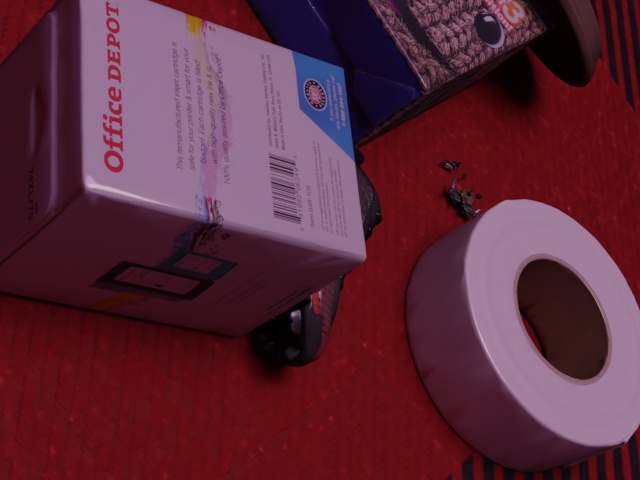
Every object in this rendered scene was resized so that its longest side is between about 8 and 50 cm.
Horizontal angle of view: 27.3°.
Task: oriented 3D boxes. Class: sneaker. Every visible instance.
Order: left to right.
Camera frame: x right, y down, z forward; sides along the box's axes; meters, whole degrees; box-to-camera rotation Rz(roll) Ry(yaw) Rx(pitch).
[{"bbox_3d":[0.000,0.000,1.281,0.135,0.097,0.276,19,53,-30],"label":"sneaker"}]

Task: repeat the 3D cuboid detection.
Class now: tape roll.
[{"bbox_3d":[0.229,0.102,1.425,0.286,0.100,0.286,22,52,-32],"label":"tape roll"}]

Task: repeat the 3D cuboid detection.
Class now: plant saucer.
[{"bbox_3d":[0.260,-0.314,1.612,0.278,0.041,0.278,57,-1,2],"label":"plant saucer"}]

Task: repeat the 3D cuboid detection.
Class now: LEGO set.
[{"bbox_3d":[0.160,-0.055,1.517,0.054,0.023,0.083,26,38,-31],"label":"LEGO set"}]

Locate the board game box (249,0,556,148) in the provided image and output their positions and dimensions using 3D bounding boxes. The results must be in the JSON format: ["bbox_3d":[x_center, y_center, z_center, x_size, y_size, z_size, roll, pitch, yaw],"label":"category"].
[{"bbox_3d":[0.091,-0.268,1.490,0.291,0.141,0.232,-32,89,-47],"label":"board game box"}]

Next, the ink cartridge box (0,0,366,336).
[{"bbox_3d":[-0.133,-0.059,1.125,0.270,0.197,0.198,15,57,-36],"label":"ink cartridge box"}]
